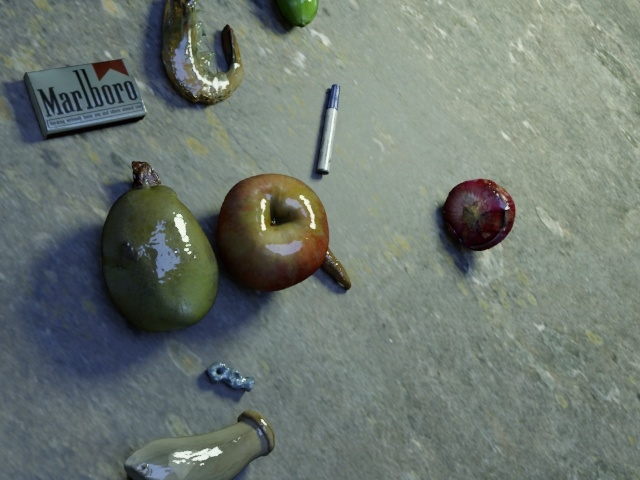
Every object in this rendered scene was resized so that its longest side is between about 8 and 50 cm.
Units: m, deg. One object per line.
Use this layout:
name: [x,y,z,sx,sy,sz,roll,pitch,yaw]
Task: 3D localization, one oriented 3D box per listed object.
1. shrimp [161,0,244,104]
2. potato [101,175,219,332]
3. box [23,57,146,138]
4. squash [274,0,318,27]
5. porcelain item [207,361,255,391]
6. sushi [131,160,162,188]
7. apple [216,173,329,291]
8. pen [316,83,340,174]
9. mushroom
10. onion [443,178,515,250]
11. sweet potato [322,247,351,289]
shrimp: [-0.215,-0.371,1.471,0.173,0.058,0.253,16,66,-30]
potato: [-0.261,0.021,1.255,0.174,0.159,0.251,-17,94,-57]
box: [-0.401,-0.245,1.338,0.178,0.036,0.115,-18,82,-31]
squash: [-0.081,-0.610,1.596,0.101,0.101,0.378,-9,76,-30]
porcelain item: [-0.152,0.228,1.312,0.083,0.028,0.036,23,66,-18]
sushi: [-0.296,-0.088,1.330,0.047,0.050,0.099,-33,99,-36]
apple: [-0.084,-0.015,1.355,0.210,0.164,0.209,6,67,-13]
pen: [0.018,-0.223,1.560,0.025,0.025,0.204,18,65,-22]
mushroom: [-0.187,0.344,1.217,0.247,0.096,0.108,-11,78,-35]
onion: [0.338,-0.054,1.629,0.140,0.150,0.150,-2,72,-60]
sweet potato: [0.000,0.000,1.463,0.050,0.050,0.214,-25,90,-32]
